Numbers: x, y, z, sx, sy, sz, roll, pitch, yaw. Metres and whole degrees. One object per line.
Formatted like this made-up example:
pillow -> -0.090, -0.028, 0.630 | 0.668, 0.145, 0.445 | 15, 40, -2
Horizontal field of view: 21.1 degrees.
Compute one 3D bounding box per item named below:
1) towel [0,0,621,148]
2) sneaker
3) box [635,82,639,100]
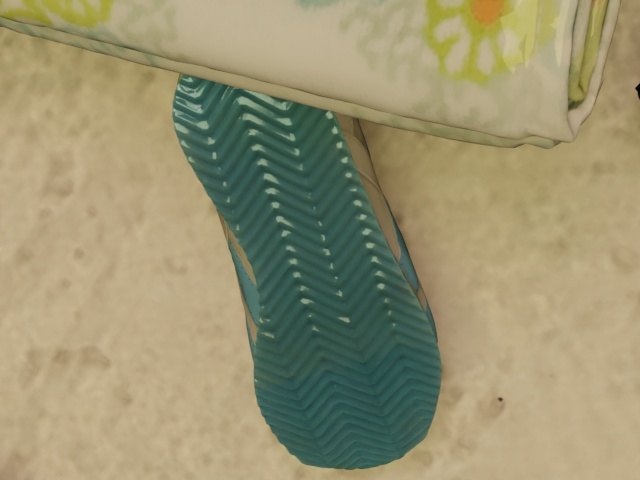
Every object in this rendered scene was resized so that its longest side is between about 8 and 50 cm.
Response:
towel -> -0.034, -0.222, 0.634 | 0.374, 0.090, 0.320 | 16, 91, 22
sneaker -> 0.000, 0.000, 0.759 | 0.087, 0.092, 0.228 | -11, 118, 8
box -> 0.265, -0.039, 0.692 | 0.175, 0.051, 0.220 | -44, 92, 13
